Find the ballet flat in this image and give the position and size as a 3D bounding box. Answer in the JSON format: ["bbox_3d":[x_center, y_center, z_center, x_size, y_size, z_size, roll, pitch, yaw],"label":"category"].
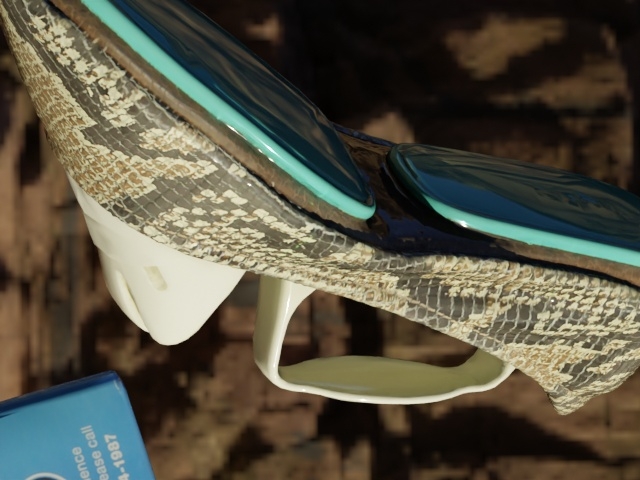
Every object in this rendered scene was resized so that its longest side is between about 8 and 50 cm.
[{"bbox_3d":[0.000,0.000,1.036,0.182,0.482,0.164,-55,-145,19],"label":"ballet flat"}]

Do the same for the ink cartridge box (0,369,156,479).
[{"bbox_3d":[-0.201,0.210,0.776,0.129,0.307,0.223,132,-59,-67],"label":"ink cartridge box"}]
